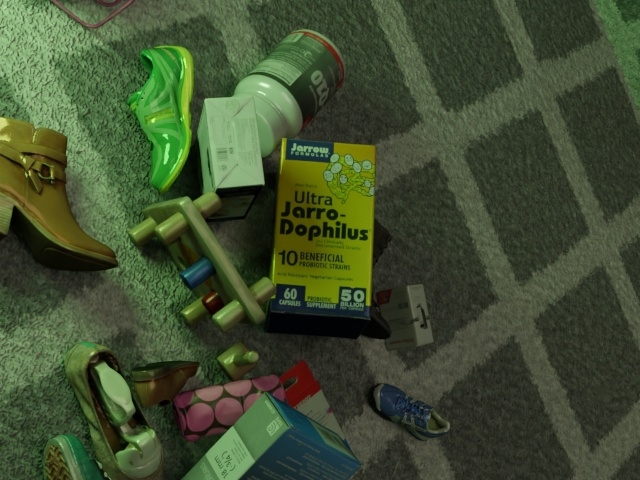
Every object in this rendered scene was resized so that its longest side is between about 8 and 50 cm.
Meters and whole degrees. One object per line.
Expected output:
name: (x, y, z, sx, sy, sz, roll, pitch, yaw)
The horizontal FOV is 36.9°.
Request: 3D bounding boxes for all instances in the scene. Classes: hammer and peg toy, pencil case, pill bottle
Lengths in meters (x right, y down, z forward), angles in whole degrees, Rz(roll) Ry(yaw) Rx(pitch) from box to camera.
hammer and peg toy: (-0.183, 0.082, 1.731, 0.127, 0.266, 0.361, -36, 102, -22)
pencil case: (-0.164, 0.309, 1.752, 0.209, 0.095, 0.098, -8, 88, -13)
pill bottle: (-0.079, -0.303, 1.997, 0.161, 0.161, 0.283, 52, 51, -18)

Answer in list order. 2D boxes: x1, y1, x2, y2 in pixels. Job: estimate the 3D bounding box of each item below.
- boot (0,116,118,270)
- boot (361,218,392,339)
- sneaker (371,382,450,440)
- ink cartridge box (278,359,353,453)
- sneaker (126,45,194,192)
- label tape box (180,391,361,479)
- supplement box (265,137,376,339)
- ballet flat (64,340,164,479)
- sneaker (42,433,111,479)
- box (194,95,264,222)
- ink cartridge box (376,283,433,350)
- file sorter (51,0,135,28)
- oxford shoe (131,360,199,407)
boot: (-0.463, -0.074, 1.650, 0.283, 0.109, 0.220, 20, 61, -28)
boot: (0.103, 0.062, 2.104, 0.263, 0.091, 0.229, 47, 53, -19)
sneaker: (0.200, 0.371, 2.108, 0.211, 0.081, 0.080, 33, 60, -28)
ink cartridge box: (-0.044, 0.368, 1.896, 0.134, 0.078, 0.231, -33, 100, -42)
sneaker: (-0.310, -0.231, 1.832, 0.124, 0.109, 0.295, 5, 75, -18)
label tape box: (-0.122, 0.457, 1.718, 0.333, 0.106, 0.241, -47, 135, 3)
supplement box: (0.000, 0.000, 1.915, 0.194, 0.195, 0.356, 4, 72, -5)
ballet flat: (-0.338, 0.317, 1.632, 0.107, 0.106, 0.316, -34, 101, -41)
sneaker: (-0.359, 0.445, 1.585, 0.121, 0.108, 0.302, -27, 104, -43)
box: (-0.174, -0.144, 1.781, 0.087, 0.290, 0.169, -6, 80, -13)
ink cartridge box: (0.189, 0.172, 2.143, 0.056, 0.099, 0.135, -4, 82, -43)
file sorter: (-0.390, -0.566, 1.772, 0.182, 0.202, 0.290, 38, 56, -29)
oxford shoe: (-0.274, 0.252, 1.695, 0.212, 0.076, 0.076, -5, 90, -73)
